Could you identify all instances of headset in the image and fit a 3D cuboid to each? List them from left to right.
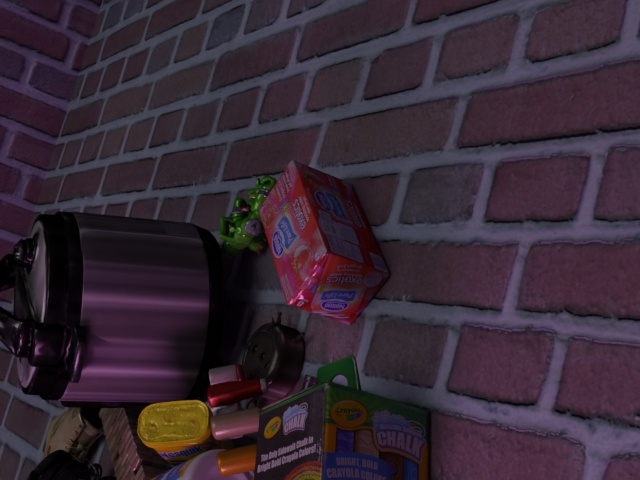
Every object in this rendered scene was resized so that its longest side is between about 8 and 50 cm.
[{"bbox_3d":[-0.481,0.540,2.027,0.185,0.243,0.394,-64,9,2],"label":"headset"}]

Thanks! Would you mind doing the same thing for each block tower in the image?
[{"bbox_3d":[-0.363,0.419,2.036,0.097,0.091,0.335,-61,31,13],"label":"block tower"}]

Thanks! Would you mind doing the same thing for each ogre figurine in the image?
[{"bbox_3d":[-0.147,-0.035,1.962,0.197,0.097,0.118,-20,43,40],"label":"ogre figurine"}]

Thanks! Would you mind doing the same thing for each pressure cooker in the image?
[{"bbox_3d":[-0.426,0.125,1.937,0.370,0.420,0.375,142,128,-58],"label":"pressure cooker"}]

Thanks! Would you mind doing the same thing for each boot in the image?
[{"bbox_3d":[-0.564,0.486,2.326,0.203,0.095,0.262,-40,36,38],"label":"boot"}]

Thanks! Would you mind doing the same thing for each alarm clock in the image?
[{"bbox_3d":[-0.094,0.225,1.748,0.129,0.064,0.192,31,102,60],"label":"alarm clock"}]

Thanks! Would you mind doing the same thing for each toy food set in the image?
[{"bbox_3d":[-0.123,0.276,1.657,0.232,0.105,0.111,-104,3,-68],"label":"toy food set"}]

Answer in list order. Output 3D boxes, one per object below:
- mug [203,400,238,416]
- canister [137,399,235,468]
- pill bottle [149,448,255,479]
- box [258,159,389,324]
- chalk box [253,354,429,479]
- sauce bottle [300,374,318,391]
[{"bbox_3d":[-0.185,0.305,1.847,0.064,0.062,0.078,-41,46,27],"label":"mug"},{"bbox_3d":[-0.227,0.343,1.747,0.126,0.170,0.073,-7,58,10],"label":"canister"},{"bbox_3d":[-0.229,0.461,1.725,0.272,0.152,0.152,-34,45,45],"label":"pill bottle"},{"bbox_3d":[0.000,0.000,1.663,0.122,0.128,0.257,-53,34,26],"label":"box"},{"bbox_3d":[0.028,0.306,1.379,0.180,0.179,0.289,-31,46,49],"label":"chalk box"},{"bbox_3d":[-0.031,0.280,1.627,0.042,0.042,0.128,4,74,59],"label":"sauce bottle"}]
